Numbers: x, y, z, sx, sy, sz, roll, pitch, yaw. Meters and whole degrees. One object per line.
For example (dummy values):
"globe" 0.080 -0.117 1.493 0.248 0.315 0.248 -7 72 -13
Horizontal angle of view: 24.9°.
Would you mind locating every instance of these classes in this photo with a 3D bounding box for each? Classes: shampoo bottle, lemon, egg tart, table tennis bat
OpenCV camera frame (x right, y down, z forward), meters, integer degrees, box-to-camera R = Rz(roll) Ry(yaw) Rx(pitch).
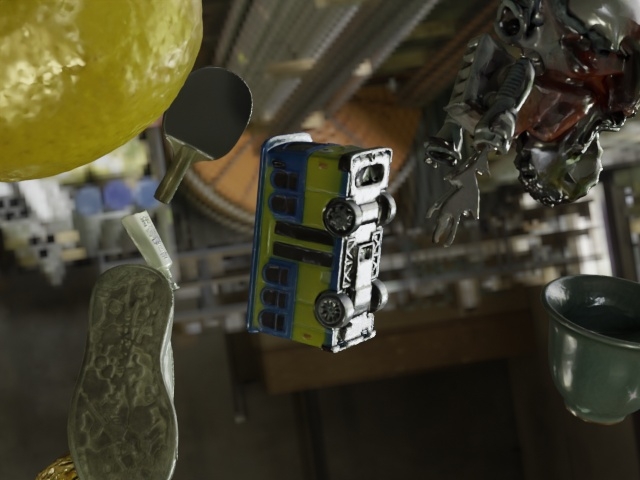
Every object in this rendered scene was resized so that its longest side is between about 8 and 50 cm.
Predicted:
"shampoo bottle" -0.264 0.019 2.288 0.034 0.141 0.049 -29 178 24
"lemon" -0.223 -0.163 1.110 0.288 0.234 0.233 -25 180 -7
"egg tart" -0.307 0.305 1.837 0.128 0.129 0.049 -7 -141 -21
"table tennis bat" -0.206 -0.172 2.401 0.138 0.246 0.022 27 -174 -21

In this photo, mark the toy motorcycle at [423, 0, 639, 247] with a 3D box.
"toy motorcycle" 0.188 -0.141 1.268 0.207 0.401 0.134 40 160 -17

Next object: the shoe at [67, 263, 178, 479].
"shoe" -0.226 0.193 1.697 0.124 0.316 0.159 5 149 -6

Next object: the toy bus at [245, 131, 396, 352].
"toy bus" 0.000 0.000 2.067 0.175 0.288 0.138 12 -166 29

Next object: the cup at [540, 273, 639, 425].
"cup" 0.363 0.151 1.837 0.199 0.150 0.199 8 -158 -3
